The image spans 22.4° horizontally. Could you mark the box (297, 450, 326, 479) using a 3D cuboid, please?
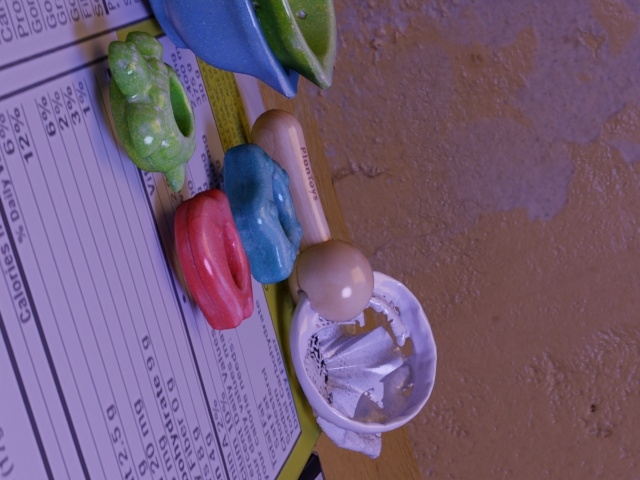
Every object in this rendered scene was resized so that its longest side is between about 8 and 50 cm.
[{"bbox_3d":[-0.135,0.192,0.767,0.307,0.242,0.076,-28,103,-76],"label":"box"}]

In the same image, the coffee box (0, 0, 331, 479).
[{"bbox_3d":[-0.219,-0.030,0.453,0.334,0.338,0.338,-54,129,-73],"label":"coffee box"}]

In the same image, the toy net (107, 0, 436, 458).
[{"bbox_3d":[0.000,0.000,0.490,0.122,0.045,0.232,-91,163,-46],"label":"toy net"}]
